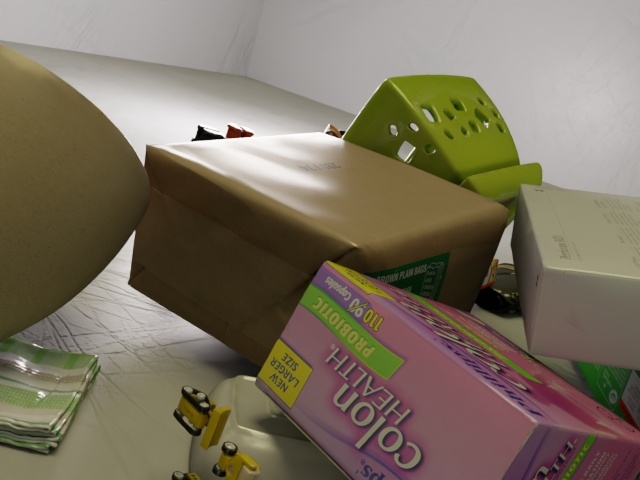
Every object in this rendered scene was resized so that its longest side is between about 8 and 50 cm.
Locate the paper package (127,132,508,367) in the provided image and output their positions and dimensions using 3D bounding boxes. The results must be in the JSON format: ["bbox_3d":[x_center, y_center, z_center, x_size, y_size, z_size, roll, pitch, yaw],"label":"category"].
[{"bbox_3d":[0.000,0.000,0.909,0.309,0.168,0.324,25,22,32],"label":"paper package"}]

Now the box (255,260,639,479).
[{"bbox_3d":[0.112,0.139,0.644,0.243,0.117,0.213,21,12,-48],"label":"box"}]

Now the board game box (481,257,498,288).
[{"bbox_3d":[0.155,0.044,1.217,0.146,0.045,0.193,23,26,39],"label":"board game box"}]

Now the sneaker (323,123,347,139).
[{"bbox_3d":[-0.032,-0.141,1.503,0.321,0.180,0.124,20,16,14],"label":"sneaker"}]

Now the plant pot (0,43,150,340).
[{"bbox_3d":[-0.315,-0.015,0.687,0.284,0.284,0.191,16,59,3],"label":"plant pot"}]

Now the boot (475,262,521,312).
[{"bbox_3d":[0.342,0.096,1.266,0.197,0.077,0.137,9,15,30],"label":"boot"}]

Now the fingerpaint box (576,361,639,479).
[{"bbox_3d":[0.535,0.168,1.005,0.371,0.163,0.445,15,17,0],"label":"fingerpaint box"}]

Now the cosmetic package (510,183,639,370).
[{"bbox_3d":[0.360,0.032,0.860,0.284,0.098,0.377,10,17,9],"label":"cosmetic package"}]

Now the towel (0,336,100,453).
[{"bbox_3d":[-0.255,0.120,0.671,0.113,0.023,0.152,15,15,-5],"label":"towel"}]

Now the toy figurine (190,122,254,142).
[{"bbox_3d":[-0.124,-0.095,1.349,0.209,0.148,0.213,24,14,9],"label":"toy figurine"}]

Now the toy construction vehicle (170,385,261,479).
[{"bbox_3d":[-0.074,0.164,0.576,0.035,0.086,0.098,9,14,-45],"label":"toy construction vehicle"}]

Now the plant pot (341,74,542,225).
[{"bbox_3d":[0.158,-0.079,1.126,0.227,0.228,0.207,-14,59,-48],"label":"plant pot"}]

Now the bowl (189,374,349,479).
[{"bbox_3d":[-0.034,0.165,0.676,0.142,0.053,0.142,15,16,-8],"label":"bowl"}]
